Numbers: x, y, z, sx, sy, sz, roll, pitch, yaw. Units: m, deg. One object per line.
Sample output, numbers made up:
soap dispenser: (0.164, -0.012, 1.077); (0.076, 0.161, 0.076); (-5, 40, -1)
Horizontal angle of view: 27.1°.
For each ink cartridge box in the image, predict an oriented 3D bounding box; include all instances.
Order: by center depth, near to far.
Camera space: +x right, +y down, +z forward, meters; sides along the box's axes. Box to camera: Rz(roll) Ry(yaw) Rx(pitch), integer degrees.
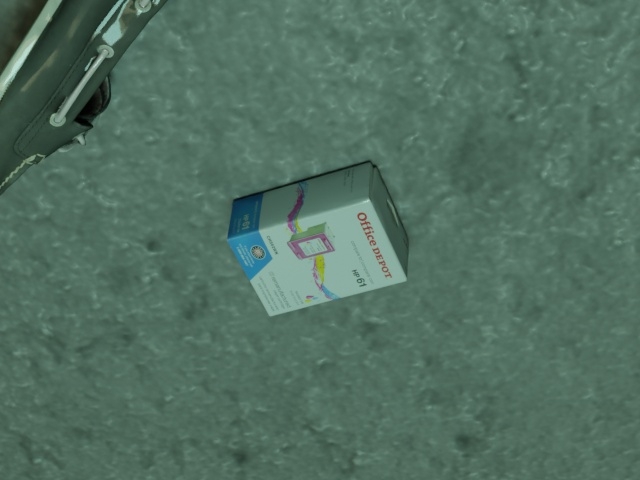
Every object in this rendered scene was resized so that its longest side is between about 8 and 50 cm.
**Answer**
ink cartridge box: (0.000, 0.000, 1.052); (0.122, 0.052, 0.088); (-16, 126, 16)

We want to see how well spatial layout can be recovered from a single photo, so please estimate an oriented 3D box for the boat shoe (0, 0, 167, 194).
boat shoe: (-0.155, -0.134, 0.918); (0.095, 0.112, 0.335); (30, 122, -13)
